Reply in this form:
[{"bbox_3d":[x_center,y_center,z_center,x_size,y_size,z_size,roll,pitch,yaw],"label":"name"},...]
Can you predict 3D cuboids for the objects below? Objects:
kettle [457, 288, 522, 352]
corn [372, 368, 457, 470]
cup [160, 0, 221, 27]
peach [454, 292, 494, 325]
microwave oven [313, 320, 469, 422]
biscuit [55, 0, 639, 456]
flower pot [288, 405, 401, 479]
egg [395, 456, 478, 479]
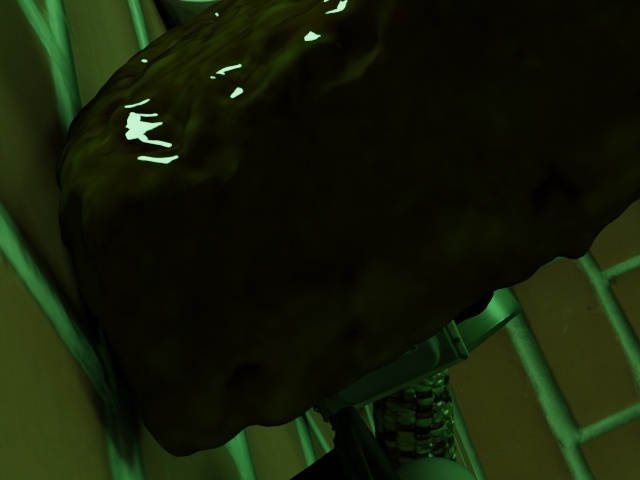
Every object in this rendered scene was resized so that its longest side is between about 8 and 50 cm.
[{"bbox_3d":[0.068,0.038,1.889,0.255,0.165,0.240,51,-30,7],"label":"kettle"},{"bbox_3d":[0.090,0.142,1.741,0.086,0.086,0.253,-104,-174,-68],"label":"corn"},{"bbox_3d":[-0.074,-0.252,1.721,0.202,0.167,0.221,65,5,-50],"label":"cup"},{"bbox_3d":[0.063,-0.094,1.618,0.201,0.257,0.362,37,62,-34],"label":"peach"},{"bbox_3d":[0.000,0.000,1.354,0.194,0.145,0.240,-105,171,-50],"label":"microwave oven"},{"bbox_3d":[0.053,-0.084,0.859,0.166,0.395,0.342,59,2,-12],"label":"biscuit"},{"bbox_3d":[0.031,0.224,0.895,0.179,0.084,0.251,61,7,-53],"label":"flower pot"},{"bbox_3d":[0.097,0.241,1.486,0.135,0.103,0.103,-58,124,-81],"label":"egg"}]
